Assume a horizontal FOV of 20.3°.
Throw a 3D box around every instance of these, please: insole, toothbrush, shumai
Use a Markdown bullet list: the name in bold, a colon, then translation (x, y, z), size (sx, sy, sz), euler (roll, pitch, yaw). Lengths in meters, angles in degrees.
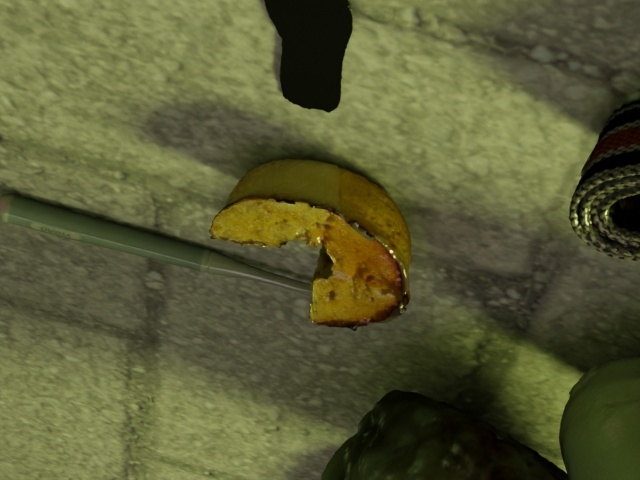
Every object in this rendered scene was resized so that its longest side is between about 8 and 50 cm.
- **insole**: translation (-0.008, -0.145, 1.280), size (0.064, 0.004, 0.188), euler (12, 152, 7)
- **toothbrush**: translation (-0.126, 0.016, 1.608), size (0.342, 0.030, 0.025), euler (17, 148, 1)
- **shumai**: translation (0.127, 0.352, 1.667), size (0.395, 0.348, 0.395), euler (33, 169, 7)

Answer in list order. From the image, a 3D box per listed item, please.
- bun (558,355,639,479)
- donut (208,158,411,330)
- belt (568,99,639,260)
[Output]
- **bun**: translation (0.351, 0.202, 1.509), size (0.293, 0.293, 0.187), euler (33, 117, -29)
- **donut**: translation (0.007, -0.003, 1.462), size (0.146, 0.078, 0.181), euler (-16, 133, 43)
- **belt**: translation (0.311, -0.073, 1.157), size (0.126, 0.094, 0.359), euler (39, 143, -29)
